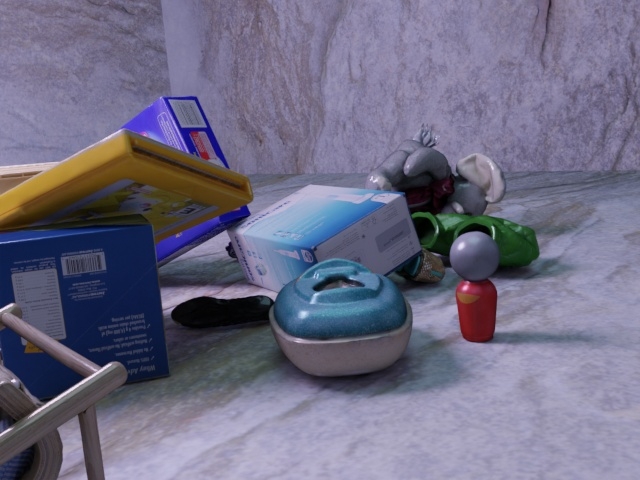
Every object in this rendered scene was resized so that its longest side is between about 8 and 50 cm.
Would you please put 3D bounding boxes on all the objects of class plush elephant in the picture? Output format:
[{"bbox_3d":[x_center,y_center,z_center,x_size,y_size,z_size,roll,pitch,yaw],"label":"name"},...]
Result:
[{"bbox_3d":[0.259,-0.096,1.618,0.255,0.272,0.330,34,59,10],"label":"plush elephant"}]

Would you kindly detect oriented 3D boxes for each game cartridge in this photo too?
[{"bbox_3d":[-0.304,-0.042,1.039,0.324,0.052,0.285,-24,-18,23],"label":"game cartridge"}]

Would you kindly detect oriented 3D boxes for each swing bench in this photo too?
[{"bbox_3d":[-0.311,0.176,0.551,0.255,0.165,0.253,-14,15,-39],"label":"swing bench"}]

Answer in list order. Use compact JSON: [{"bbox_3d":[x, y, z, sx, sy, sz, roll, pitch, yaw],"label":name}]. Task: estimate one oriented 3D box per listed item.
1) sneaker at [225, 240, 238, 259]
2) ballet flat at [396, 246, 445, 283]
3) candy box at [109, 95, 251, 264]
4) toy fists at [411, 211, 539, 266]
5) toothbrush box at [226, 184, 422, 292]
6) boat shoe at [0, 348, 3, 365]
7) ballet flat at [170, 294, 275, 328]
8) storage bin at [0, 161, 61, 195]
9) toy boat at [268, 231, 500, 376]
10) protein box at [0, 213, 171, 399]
[{"bbox_3d":[-0.150,0.023,1.572,0.098,0.083,0.224,-28,12,-11],"label":"sneaker"},{"bbox_3d":[0.184,0.043,1.346,0.067,0.073,0.206,21,10,-11],"label":"ballet flat"},{"bbox_3d":[-0.333,-0.094,1.420,0.317,0.268,0.122,-27,-5,28],"label":"candy box"},{"bbox_3d":[0.296,-0.006,1.386,0.142,0.096,0.279,15,-3,-34],"label":"toy fists"},{"bbox_3d":[0.000,0.000,1.304,0.216,0.126,0.295,-31,24,-29],"label":"toothbrush box"},{"bbox_3d":[-0.414,0.140,1.034,0.206,0.065,0.075,-6,11,-7],"label":"boat shoe"},{"bbox_3d":[-0.154,0.119,1.134,0.173,0.049,0.057,-4,54,8],"label":"ballet flat"},{"bbox_3d":[-0.519,-0.008,1.321,0.260,0.262,0.123,-9,13,-21],"label":"storage bin"},{"bbox_3d":[0.088,0.074,0.961,0.318,0.148,0.267,-6,11,-7],"label":"toy boat"},{"bbox_3d":[-0.315,0.081,0.937,0.200,0.201,0.136,-8,11,-19],"label":"protein box"}]
